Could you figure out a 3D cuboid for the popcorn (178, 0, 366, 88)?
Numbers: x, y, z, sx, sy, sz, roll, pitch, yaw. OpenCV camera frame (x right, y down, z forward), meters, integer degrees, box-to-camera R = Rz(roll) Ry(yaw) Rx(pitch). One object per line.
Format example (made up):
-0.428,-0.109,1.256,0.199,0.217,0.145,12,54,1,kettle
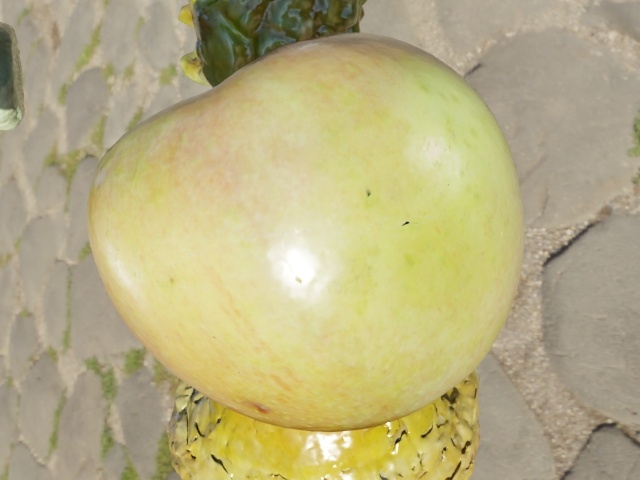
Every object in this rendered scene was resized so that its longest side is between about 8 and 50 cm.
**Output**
-0.056,-0.315,1.206,0.279,0.274,0.335,-125,25,-46,popcorn

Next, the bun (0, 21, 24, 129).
-0.572,-0.280,1.420,0.195,0.118,0.195,176,90,-72,bun

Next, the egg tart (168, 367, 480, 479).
0.000,0.145,0.846,0.341,0.341,0.129,51,159,44,egg tart

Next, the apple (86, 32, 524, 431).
0.000,0.000,0.647,0.319,0.319,0.277,-20,100,47,apple
